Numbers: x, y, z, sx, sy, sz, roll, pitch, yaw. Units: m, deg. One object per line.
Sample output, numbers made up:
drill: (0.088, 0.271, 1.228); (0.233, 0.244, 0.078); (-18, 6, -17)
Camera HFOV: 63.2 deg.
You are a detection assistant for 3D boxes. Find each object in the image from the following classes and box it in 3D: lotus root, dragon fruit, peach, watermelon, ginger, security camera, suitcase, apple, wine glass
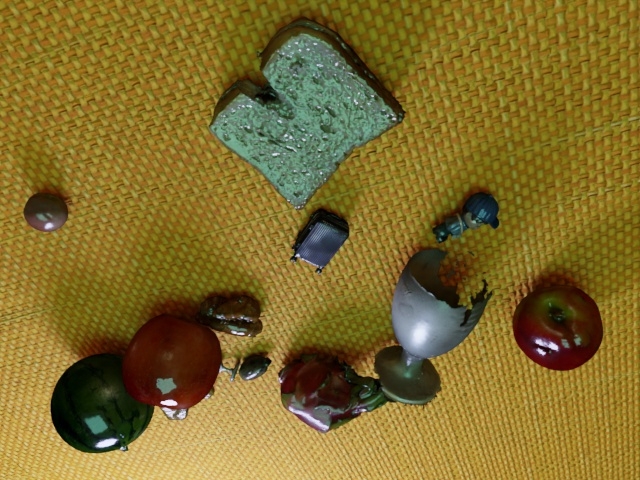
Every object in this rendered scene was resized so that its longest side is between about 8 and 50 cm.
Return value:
lotus root: (-0.168, 0.323, 1.326); (0.099, 0.054, 0.049); (-31, 140, 23)
dragon fruit: (0.024, 0.357, 1.284); (0.269, 0.198, 0.200); (-31, 76, 16)
peach: (0.521, 0.197, 1.144); (0.198, 0.197, 0.197); (1, 126, 1)
peach: (-0.554, -0.055, 1.049); (0.083, 0.083, 0.083); (1, 126, 1)
watermelon: (-0.531, 0.398, 1.276); (0.243, 0.242, 0.242); (1, 126, 1)
ginger: (-0.213, 0.173, 1.207); (0.162, 0.073, 0.103); (8, 125, -3)
security camera: (-0.259, 0.324, 1.340); (0.092, 0.058, 0.058); (20, 125, 3)
suitcase: (0.000, 0.000, 1.084); (0.086, 0.059, 0.126); (26, 122, -18)
apple: (-0.342, 0.283, 1.202); (0.219, 0.201, 0.218); (17, 163, 5)
wine glass: (0.231, 0.190, 1.137); (0.191, 0.190, 0.356); (11, 124, -6)

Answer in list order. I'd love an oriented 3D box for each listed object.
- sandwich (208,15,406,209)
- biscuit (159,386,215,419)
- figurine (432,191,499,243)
sandwich: (-0.031, -0.222, 0.906); (0.249, 0.095, 0.273); (40, 119, -20)
biscuit: (-0.365, 0.423, 1.413); (0.184, 0.039, 0.174); (-11, 123, 11)
figurine: (0.291, -0.048, 1.046); (0.136, 0.077, 0.079); (-17, 90, 31)
